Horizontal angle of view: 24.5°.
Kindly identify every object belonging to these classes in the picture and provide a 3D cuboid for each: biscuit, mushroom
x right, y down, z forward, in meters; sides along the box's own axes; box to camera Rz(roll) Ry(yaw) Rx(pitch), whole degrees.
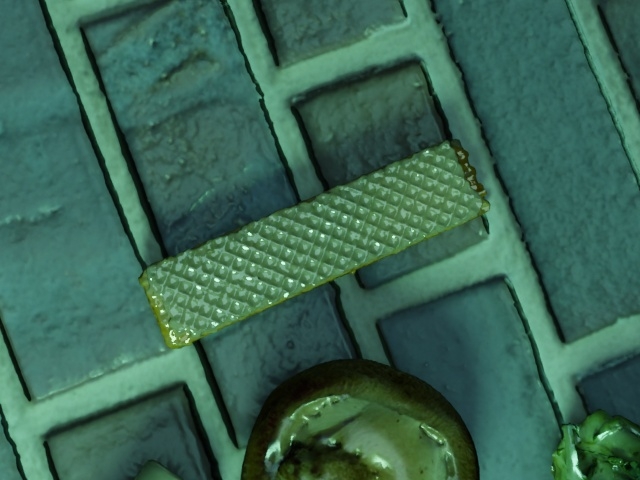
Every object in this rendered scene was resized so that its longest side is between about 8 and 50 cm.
[{"bbox_3d":[0.000,0.000,1.518,0.378,0.054,0.094,-23,87,-12],"label":"biscuit"},{"bbox_3d":[0.038,0.241,1.441,0.253,0.153,0.253,1,81,-7],"label":"mushroom"}]

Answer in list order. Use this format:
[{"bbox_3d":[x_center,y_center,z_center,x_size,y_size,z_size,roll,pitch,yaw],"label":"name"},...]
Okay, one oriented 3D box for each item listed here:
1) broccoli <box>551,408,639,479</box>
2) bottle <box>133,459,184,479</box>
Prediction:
[{"bbox_3d":[0.337,0.296,1.446,0.321,0.304,0.283,-27,57,-14],"label":"broccoli"},{"bbox_3d":[-0.181,0.326,1.418,0.110,0.097,0.209,28,77,29],"label":"bottle"}]
